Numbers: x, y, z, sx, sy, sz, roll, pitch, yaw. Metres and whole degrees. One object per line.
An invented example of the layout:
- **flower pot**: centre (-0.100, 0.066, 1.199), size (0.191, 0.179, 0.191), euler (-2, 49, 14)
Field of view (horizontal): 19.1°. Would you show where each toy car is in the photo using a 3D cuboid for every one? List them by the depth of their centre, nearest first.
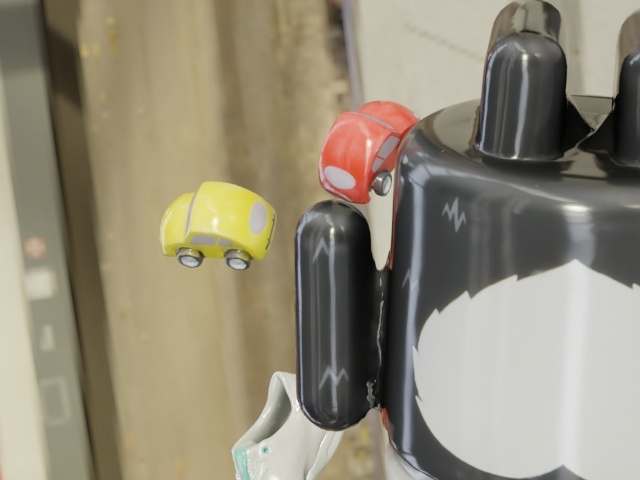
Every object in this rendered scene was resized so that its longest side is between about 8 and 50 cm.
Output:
- **toy car**: centre (0.000, 0.000, 1.496), size (0.225, 0.239, 0.053), euler (63, 179, 37)

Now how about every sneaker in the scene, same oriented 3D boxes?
- **sneaker**: centre (-0.048, 0.217, 1.665), size (0.080, 0.094, 0.212), euler (-3, 63, 40)

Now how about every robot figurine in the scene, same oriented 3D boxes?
- **robot figurine**: centre (0.114, 0.036, 0.859), size (0.209, 0.174, 0.278), euler (21, 116, 42)
